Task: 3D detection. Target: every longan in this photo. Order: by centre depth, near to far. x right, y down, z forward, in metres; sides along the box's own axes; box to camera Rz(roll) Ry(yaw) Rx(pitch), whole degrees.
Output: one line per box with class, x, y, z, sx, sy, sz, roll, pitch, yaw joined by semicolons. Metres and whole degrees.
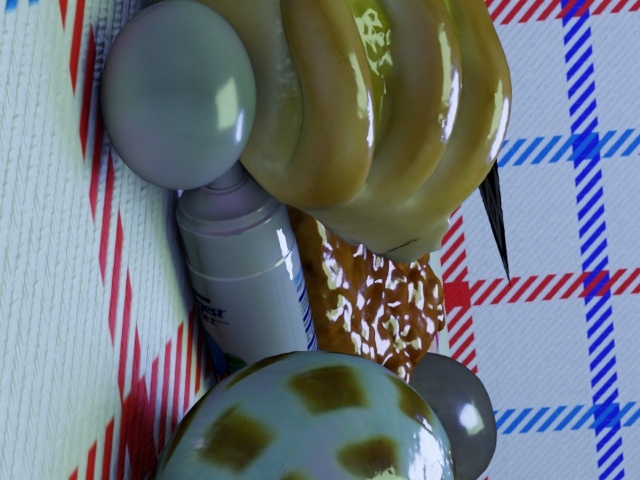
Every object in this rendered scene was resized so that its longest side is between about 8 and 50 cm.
longan;0.141;0.253;2.086;0.196;0.197;0.220;-84;178;-50

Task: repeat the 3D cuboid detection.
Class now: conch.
conch;-0.022;0.193;1.079;0.249;0.197;0.368;-55;172;-4

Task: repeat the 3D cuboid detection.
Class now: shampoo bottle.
shampoo bottle;-0.055;0.049;1.251;0.092;0.092;0.303;-83;165;-53

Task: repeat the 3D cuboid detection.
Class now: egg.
egg;-0.094;-0.098;1.032;0.103;0.103;0.135;67;17;-63

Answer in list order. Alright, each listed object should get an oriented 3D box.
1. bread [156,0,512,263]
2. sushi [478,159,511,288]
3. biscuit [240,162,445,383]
bread;0.010;-0.165;1.181;0.270;0.211;0.315;35;23;-53
sushi;0.097;-0.186;1.467;0.343;0.064;0.359;76;0;-48
biscuit;0.017;0.026;1.487;0.312;0.110;0.318;-46;123;-61
